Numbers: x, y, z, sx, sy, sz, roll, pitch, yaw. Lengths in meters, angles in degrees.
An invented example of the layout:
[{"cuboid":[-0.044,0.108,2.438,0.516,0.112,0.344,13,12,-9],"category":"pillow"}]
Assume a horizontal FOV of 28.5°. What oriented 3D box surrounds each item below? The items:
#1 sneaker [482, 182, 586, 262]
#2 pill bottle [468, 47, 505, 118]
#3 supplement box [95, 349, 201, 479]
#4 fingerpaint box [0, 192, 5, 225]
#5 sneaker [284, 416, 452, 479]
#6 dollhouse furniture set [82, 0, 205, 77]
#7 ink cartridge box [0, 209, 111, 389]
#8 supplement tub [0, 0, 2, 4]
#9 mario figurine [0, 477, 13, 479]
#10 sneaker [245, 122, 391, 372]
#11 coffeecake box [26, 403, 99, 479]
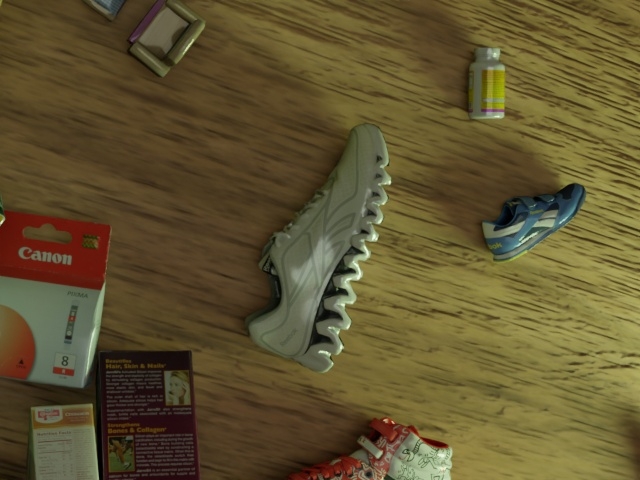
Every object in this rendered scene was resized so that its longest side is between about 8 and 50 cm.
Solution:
[{"cuboid":[0.259,-0.033,1.529,0.144,0.053,0.059,-35,100,-11],"category":"sneaker"},{"cuboid":[0.198,-0.187,1.505,0.043,0.043,0.083,-1,95,-15],"category":"pill bottle"},{"cuboid":[-0.189,0.219,1.373,0.104,0.081,0.188,0,61,-14],"category":"supplement box"},{"cuboid":[-0.587,0.045,1.219,0.371,0.163,0.445,33,93,-21],"category":"fingerpaint box"},{"cuboid":[0.028,0.273,1.474,0.270,0.090,0.145,12,90,-19],"category":"sneaker"},{"cuboid":[-0.191,-0.377,1.310,0.303,0.198,0.286,38,84,-14],"category":"dollhouse furniture set"},{"cuboid":[-0.309,0.063,1.371,0.145,0.045,0.179,8,95,4],"category":"ink cartridge box"},{"cuboid":[-0.395,-0.342,1.194,0.241,0.241,0.331,17,64,-15],"category":"supplement tub"},{"cuboid":[-0.396,0.414,1.325,0.170,0.198,0.321,2,90,-27],"category":"mario figurine"},{"cuboid":[0.000,0.000,1.442,0.118,0.110,0.292,18,89,-6],"category":"sneaker"},{"cuboid":[-0.270,0.287,1.324,0.068,0.142,0.185,-1,52,-16],"category":"coffeecake box"}]
